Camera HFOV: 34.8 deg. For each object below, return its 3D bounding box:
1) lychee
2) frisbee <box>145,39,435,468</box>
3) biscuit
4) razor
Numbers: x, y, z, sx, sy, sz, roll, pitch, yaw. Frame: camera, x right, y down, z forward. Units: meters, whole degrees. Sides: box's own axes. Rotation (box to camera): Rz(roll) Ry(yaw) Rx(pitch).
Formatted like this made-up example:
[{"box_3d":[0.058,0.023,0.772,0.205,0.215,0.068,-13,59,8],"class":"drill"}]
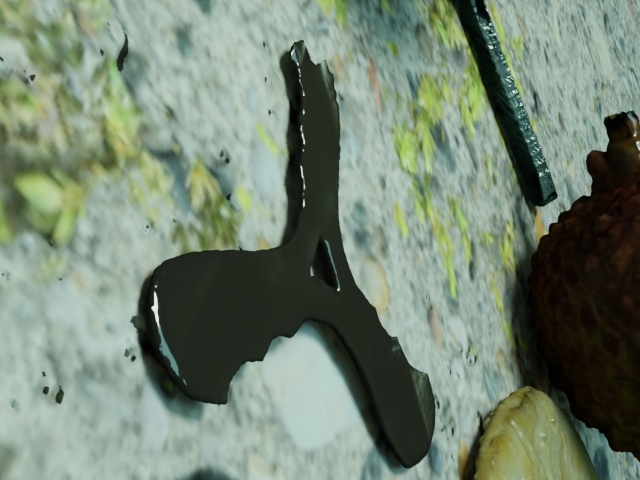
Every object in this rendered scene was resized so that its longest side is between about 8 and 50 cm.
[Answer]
[{"box_3d":[0.228,0.030,0.648,0.200,0.200,0.238,-9,79,-62],"class":"lychee"},{"box_3d":[0.000,0.000,0.441,0.211,0.012,0.187,36,47,-50],"class":"frisbee"},{"box_3d":[0.134,0.190,0.578,0.220,0.033,0.220,35,48,-51],"class":"biscuit"},{"box_3d":[0.127,-0.108,0.697,0.066,0.033,0.190,-30,115,-14],"class":"razor"}]
